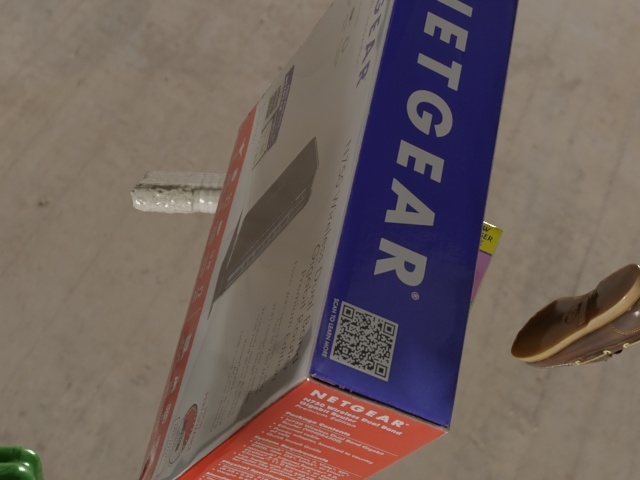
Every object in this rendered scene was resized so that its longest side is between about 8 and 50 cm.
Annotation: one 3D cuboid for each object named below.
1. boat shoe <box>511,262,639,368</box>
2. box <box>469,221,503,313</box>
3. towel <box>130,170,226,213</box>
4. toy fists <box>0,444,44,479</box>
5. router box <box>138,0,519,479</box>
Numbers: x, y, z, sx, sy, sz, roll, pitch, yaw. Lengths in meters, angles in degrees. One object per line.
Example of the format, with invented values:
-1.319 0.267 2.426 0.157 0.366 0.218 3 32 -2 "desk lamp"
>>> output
0.268 0.089 1.212 0.073 0.207 0.073 33 -119 -14 "boat shoe"
0.072 0.063 1.501 0.214 0.117 0.243 25 -119 5 "box"
-0.160 -0.064 1.717 0.187 0.282 0.049 1 -84 -4 "towel"
-0.232 0.212 0.799 0.096 0.279 0.142 11 -88 -7 "toy fists"
0.000 0.000 0.794 0.082 0.301 0.335 23 -123 -15 "router box"
